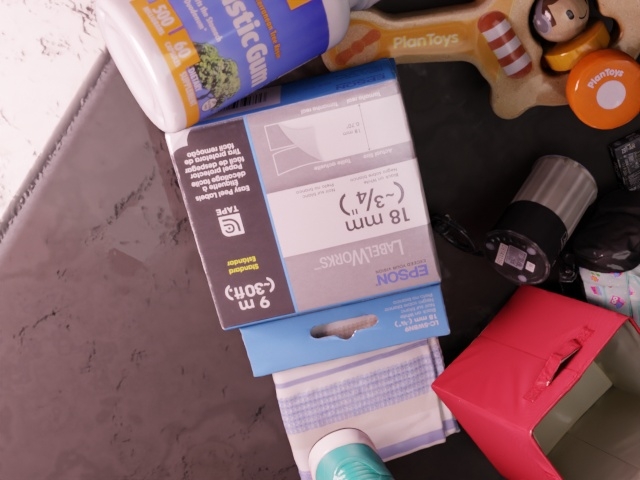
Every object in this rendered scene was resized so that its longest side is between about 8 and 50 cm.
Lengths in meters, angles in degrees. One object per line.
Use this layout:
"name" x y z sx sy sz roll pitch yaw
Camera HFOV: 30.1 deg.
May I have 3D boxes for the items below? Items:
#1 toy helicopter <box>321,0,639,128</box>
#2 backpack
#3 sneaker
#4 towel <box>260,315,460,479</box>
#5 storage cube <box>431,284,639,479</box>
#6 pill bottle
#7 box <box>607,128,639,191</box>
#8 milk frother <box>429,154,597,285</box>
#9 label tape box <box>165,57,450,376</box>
"toy helicopter" 0.174 -0.239 1.259 0.355 0.140 0.234 -6 119 -2
"backpack" 0.367 0.049 1.420 0.152 0.115 0.182 -44 132 -32
"sneaker" 0.085 0.373 1.412 0.124 0.178 0.295 -27 129 0
"towel" 0.044 0.145 1.415 0.209 0.034 0.285 -17 113 -8
"storage cube" 0.285 0.192 1.400 0.183 0.193 0.215 -46 119 -14
"pill bottle" -0.067 -0.230 1.158 0.272 0.152 0.152 -31 117 -14
"box" 0.395 -0.102 1.439 0.083 0.018 0.067 -27 116 -6
"milk frother" 0.220 -0.033 1.372 0.143 0.129 0.134 37 58 1
"label tape box" 0.000 0.000 1.261 0.241 0.106 0.333 -13 111 4
